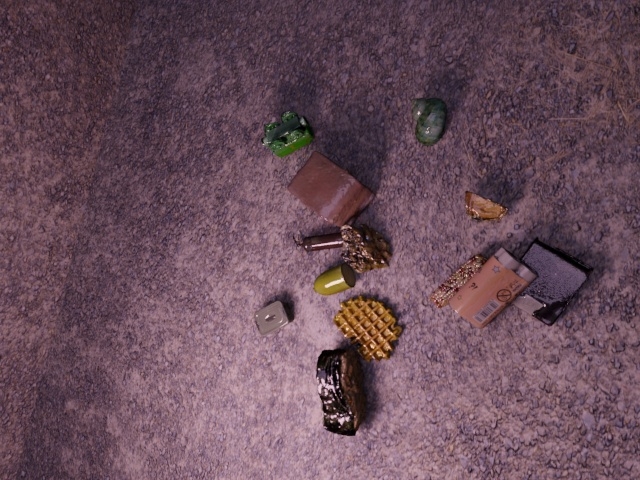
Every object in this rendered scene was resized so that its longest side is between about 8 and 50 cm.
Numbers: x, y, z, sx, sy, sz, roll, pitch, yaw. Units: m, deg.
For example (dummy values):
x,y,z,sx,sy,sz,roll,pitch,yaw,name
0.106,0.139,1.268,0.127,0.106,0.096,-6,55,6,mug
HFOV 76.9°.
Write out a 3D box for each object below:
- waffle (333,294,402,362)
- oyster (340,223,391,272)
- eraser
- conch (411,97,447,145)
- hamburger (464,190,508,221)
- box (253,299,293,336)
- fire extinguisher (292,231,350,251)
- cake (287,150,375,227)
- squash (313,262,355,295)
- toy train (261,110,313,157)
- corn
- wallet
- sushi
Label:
x,y,z,sx,sy,sz,roll,pitch,yaw,name
0.195,0.379,1.725,0.309,0.065,0.283,0,83,25,waffle
0.196,0.032,1.737,0.222,0.083,0.214,-4,92,0,oyster
0.643,0.185,1.498,0.171,0.087,0.291,35,113,-3,eraser
0.455,-0.517,1.702,0.176,0.121,0.188,-39,64,40,conch
0.637,-0.120,1.594,0.176,0.087,0.102,27,106,16,hamburger
-0.212,0.362,1.887,0.172,0.093,0.124,-29,73,18,box
0.000,0.000,1.851,0.267,0.072,0.089,-8,101,22,fire extinguisher
0.043,-0.220,1.780,0.308,0.237,0.230,37,95,25,cake
0.052,0.186,1.786,0.186,0.123,0.123,-27,73,22,squash
-0.154,-0.503,1.922,0.243,0.188,0.133,-24,76,20,toy train
0.549,0.163,1.585,0.280,0.092,0.092,-43,69,13,corn
0.822,0.151,1.486,0.221,0.071,0.262,35,104,22,wallet
0.088,0.621,1.667,0.170,0.211,0.350,-8,85,18,sushi
